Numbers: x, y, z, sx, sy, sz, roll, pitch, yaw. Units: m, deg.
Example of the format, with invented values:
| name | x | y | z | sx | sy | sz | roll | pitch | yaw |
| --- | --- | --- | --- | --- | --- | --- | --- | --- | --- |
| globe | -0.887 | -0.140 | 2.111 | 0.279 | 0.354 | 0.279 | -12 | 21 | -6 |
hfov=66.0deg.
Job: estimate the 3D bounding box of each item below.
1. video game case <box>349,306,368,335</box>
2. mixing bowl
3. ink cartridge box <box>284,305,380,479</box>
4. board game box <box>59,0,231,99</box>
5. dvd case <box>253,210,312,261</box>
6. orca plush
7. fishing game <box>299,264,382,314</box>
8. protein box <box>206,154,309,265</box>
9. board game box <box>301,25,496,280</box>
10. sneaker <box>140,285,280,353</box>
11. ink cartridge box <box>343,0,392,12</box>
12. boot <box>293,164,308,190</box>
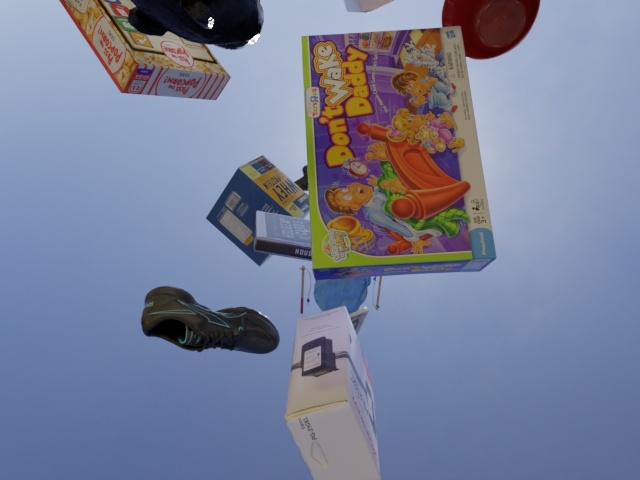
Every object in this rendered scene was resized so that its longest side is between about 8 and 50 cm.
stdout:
| name | x | y | z | sx | sy | sz | roll | pitch | yaw |
| --- | --- | --- | --- | --- | --- | --- | --- | --- | --- |
| video game case | 0.057 | 0.304 | 1.597 | 0.190 | 0.173 | 0.022 | -12 | -135 | -37 |
| mixing bowl | 0.338 | -0.434 | 0.952 | 0.181 | 0.181 | 0.098 | 13 | -168 | 33 |
| ink cartridge box | 0.024 | 0.250 | 0.808 | 0.100 | 0.172 | 0.237 | -17 | -156 | 10 |
| board game box | -0.222 | -0.262 | 0.611 | 0.045 | 0.146 | 0.193 | -45 | -106 | 32 |
| dvd case | 0.000 | 0.000 | 0.884 | 0.238 | 0.030 | 0.179 | 11 | -164 | -11 |
| orca plush | -0.118 | -0.247 | 0.442 | 0.151 | 0.287 | 0.102 | -36 | -110 | -2 |
| fishing game | 0.058 | 0.123 | 1.394 | 0.264 | 0.189 | 0.041 | -3 | -169 | -25 |
| protein box | -0.161 | -0.081 | 1.339 | 0.200 | 0.201 | 0.136 | -50 | 178 | 32 |
| board game box | 0.097 | -0.126 | 0.697 | 0.233 | 0.078 | 0.347 | -4 | -106 | 1 |
| sneaker | -0.206 | 0.174 | 0.924 | 0.267 | 0.101 | 0.106 | 18 | -157 | -13 |
| ink cartridge box | 0.116 | -0.663 | 1.008 | 0.223 | 0.307 | 0.129 | -25 | -152 | -1 |
| boot | -0.060 | -0.201 | 1.640 | 0.099 | 0.045 | 0.121 | -36 | -145 | -10 |
